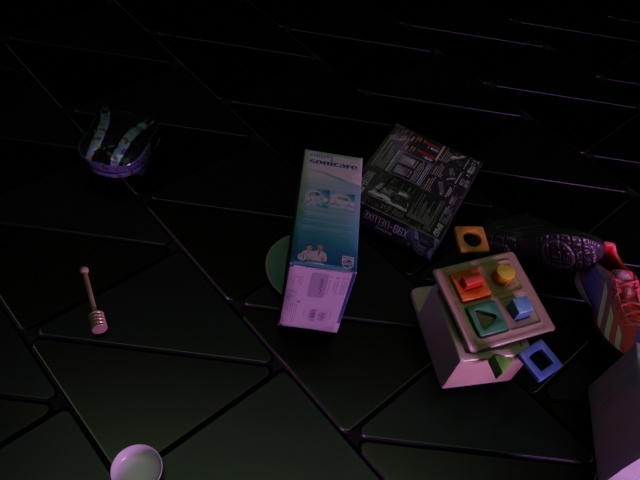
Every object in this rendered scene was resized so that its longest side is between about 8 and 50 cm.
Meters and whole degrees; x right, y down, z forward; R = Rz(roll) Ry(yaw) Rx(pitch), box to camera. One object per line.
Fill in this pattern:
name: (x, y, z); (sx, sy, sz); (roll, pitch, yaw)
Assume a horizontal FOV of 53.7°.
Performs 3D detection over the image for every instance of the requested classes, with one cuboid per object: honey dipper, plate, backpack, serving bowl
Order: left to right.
honey dipper: (-0.452, 0.113, 1.248); (0.031, 0.030, 0.160); (-14, 52, -20)
backpack: (-0.458, -0.208, 1.441); (0.158, 0.117, 0.173); (13, 50, 0)
serving bowl: (-0.306, 0.385, 1.054); (0.083, 0.027, 0.083); (5, 51, -6)
plate: (-0.026, 0.062, 1.362); (0.188, 0.024, 0.188); (5, 52, -6)

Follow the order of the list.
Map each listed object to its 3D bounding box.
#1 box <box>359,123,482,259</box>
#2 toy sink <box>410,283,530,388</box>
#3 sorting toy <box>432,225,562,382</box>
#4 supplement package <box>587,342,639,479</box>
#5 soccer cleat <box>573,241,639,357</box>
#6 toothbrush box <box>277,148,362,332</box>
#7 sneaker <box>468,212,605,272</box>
box: (0.222, -0.127, 1.520); (0.243, 0.076, 0.307); (26, 52, 11)
toy sink: (0.296, 0.158, 1.272); (0.153, 0.131, 0.234); (-3, 52, -13)
sorting toy: (0.333, 0.105, 1.206); (0.196, 0.047, 0.347); (-11, 59, -17)
supplement package: (0.608, 0.332, 1.147); (0.149, 0.194, 0.203); (12, 51, 0)
soccer cleat: (0.626, 0.130, 1.314); (0.109, 0.116, 0.318); (8, 35, -7)
toothbrush box: (0.000, 0.000, 1.262); (0.126, 0.216, 0.295); (8, 50, -4)
sneaker: (0.485, -0.009, 1.418); (0.286, 0.109, 0.130); (8, 39, 22)
